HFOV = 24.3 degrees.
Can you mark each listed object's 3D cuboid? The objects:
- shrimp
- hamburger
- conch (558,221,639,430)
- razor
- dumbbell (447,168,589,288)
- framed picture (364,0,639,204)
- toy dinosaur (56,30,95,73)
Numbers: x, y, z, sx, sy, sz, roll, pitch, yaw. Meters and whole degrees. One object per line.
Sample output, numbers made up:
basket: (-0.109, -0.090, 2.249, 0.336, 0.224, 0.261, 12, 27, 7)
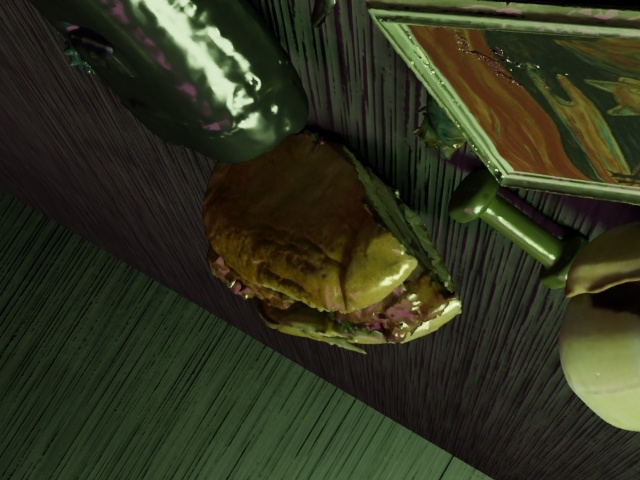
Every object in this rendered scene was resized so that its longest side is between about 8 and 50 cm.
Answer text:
shrimp: (0.057, -0.123, 0.964, 0.150, 0.051, 0.217, 32, 162, 13)
hamburger: (0.000, 0.000, 1.353, 0.155, 0.245, 0.282, 35, -146, -41)
conch: (0.269, 0.045, 1.007, 0.255, 0.127, 0.158, -16, 104, 46)
razor: (-0.149, -0.184, 1.077, 0.189, 0.107, 0.327, 21, 164, 45)
dumbbell: (0.158, -0.009, 1.177, 0.118, 0.046, 0.052, 35, 163, -14)
framed picture: (0.175, -0.067, 0.833, 0.273, 0.016, 0.216, 10, 158, 36)
toy dinosaur: (-0.211, -0.182, 1.395, 0.049, 0.055, 0.154, 24, 164, 19)
